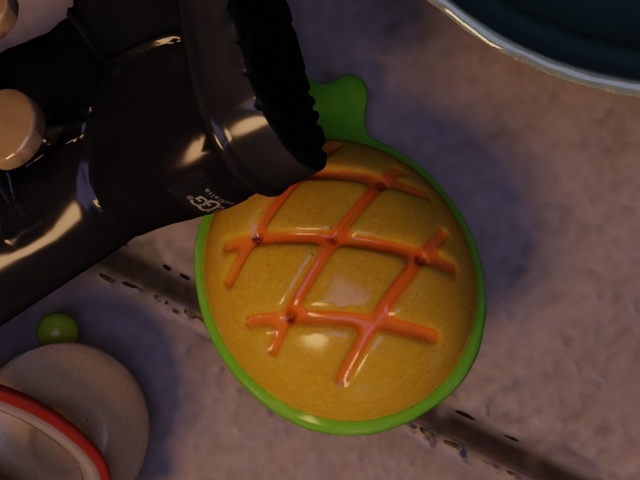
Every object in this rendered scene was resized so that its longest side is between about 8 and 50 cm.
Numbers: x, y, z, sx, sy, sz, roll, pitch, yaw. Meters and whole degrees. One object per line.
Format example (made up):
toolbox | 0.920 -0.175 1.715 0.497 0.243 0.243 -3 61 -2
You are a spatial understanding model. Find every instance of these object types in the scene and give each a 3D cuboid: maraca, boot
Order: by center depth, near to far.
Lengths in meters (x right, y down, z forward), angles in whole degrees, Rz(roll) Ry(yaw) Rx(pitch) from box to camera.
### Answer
boot | -0.120 -0.092 0.556 0.207 0.094 0.247 -22 66 19
maraca | 0.000 0.000 0.573 0.127 0.099 0.186 -23 69 -10

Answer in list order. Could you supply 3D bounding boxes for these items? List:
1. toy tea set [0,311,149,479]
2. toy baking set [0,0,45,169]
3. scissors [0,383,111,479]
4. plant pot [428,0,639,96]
toy tea set | -0.194 0.199 0.590 0.200 0.124 0.336 3 90 -31
toy baking set | -0.183 -0.095 0.515 0.196 0.030 0.256 1 75 21
scissors | -0.216 0.063 0.491 0.297 0.021 0.109 37 76 -25
plant pot | 0.149 -0.220 0.489 0.293 0.196 0.293 4 111 11
